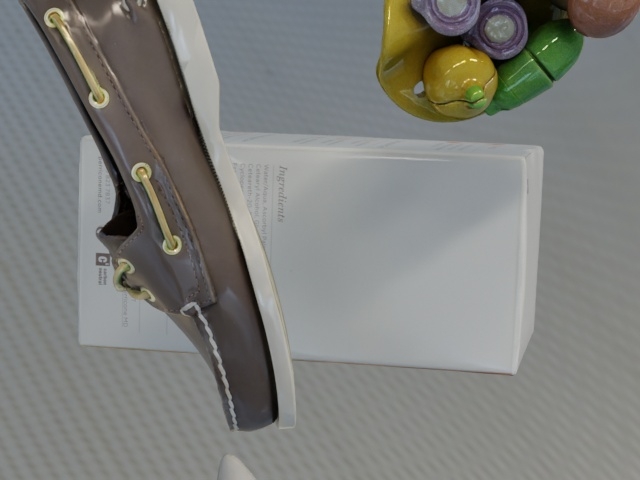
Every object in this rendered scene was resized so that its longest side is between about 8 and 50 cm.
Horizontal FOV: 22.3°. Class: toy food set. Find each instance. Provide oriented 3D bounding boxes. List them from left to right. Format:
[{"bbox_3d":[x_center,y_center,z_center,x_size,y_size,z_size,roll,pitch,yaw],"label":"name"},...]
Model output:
[{"bbox_3d":[0.135,-0.151,1.009,0.128,0.218,0.071,47,3,-35],"label":"toy food set"}]

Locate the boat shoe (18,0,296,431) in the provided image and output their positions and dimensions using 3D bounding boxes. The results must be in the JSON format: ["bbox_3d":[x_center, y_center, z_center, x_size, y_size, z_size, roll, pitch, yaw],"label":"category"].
[{"bbox_3d":[-0.095,-0.021,1.009,0.097,0.324,0.116,-19,18,-10],"label":"boat shoe"}]

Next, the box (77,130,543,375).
[{"bbox_3d":[0.000,0.000,1.321,0.345,0.168,0.215,3,6,11],"label":"box"}]

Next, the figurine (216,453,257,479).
[{"bbox_3d":[-0.041,0.251,0.922,0.209,0.092,0.215,47,47,-4],"label":"figurine"}]
